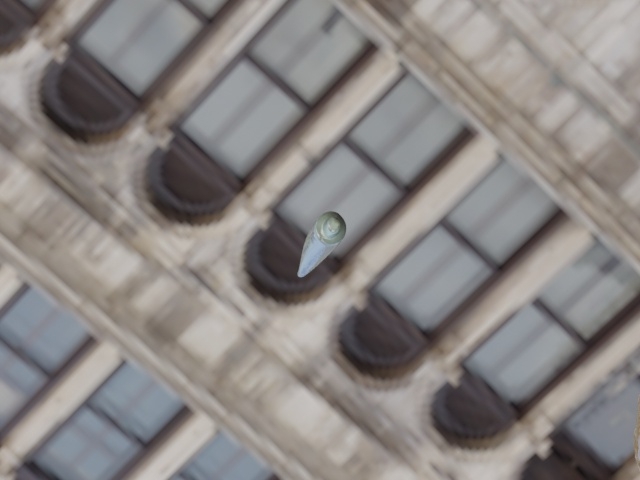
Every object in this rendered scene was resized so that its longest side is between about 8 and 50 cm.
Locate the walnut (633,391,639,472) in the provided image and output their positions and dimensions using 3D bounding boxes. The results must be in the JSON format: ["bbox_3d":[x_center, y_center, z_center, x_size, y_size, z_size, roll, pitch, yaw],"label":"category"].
[{"bbox_3d":[0.322,0.129,1.194,0.228,0.228,0.228,39,-160,-17],"label":"walnut"}]

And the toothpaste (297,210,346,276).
[{"bbox_3d":[0.000,0.000,1.667,0.029,0.048,0.197,21,169,-4],"label":"toothpaste"}]
